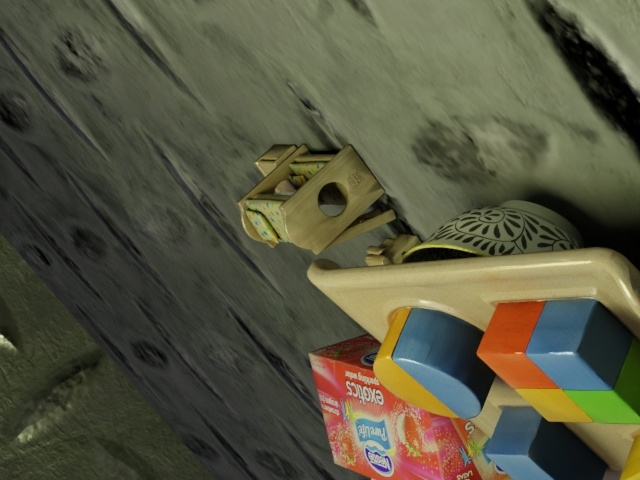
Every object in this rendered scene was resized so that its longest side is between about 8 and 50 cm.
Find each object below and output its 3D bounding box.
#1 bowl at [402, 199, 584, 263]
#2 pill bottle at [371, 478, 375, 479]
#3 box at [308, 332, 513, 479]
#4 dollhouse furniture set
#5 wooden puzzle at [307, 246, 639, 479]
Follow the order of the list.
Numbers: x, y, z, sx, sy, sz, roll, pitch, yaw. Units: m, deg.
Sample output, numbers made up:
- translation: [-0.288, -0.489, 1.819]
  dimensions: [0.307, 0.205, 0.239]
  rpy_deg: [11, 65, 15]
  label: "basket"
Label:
- translation: [0.156, 0.021, 1.289]
  dimensions: [0.170, 0.080, 0.170]
  rpy_deg: [24, 158, 10]
  label: "bowl"
- translation: [0.126, 0.269, 1.898]
  dimensions: [0.193, 0.108, 0.108]
  rpy_deg: [37, 160, 31]
  label: "pill bottle"
- translation: [0.103, 0.167, 1.638]
  dimensions: [0.257, 0.122, 0.128]
  rpy_deg: [8, 113, 64]
  label: "box"
- translation: [0.000, 0.000, 1.612]
  dimensions: [0.161, 0.101, 0.182]
  rpy_deg: [53, 162, -18]
  label: "dollhouse furniture set"
- translation: [0.184, 0.126, 1.268]
  dimensions: [0.322, 0.080, 0.347]
  rpy_deg: [42, 155, -31]
  label: "wooden puzzle"
